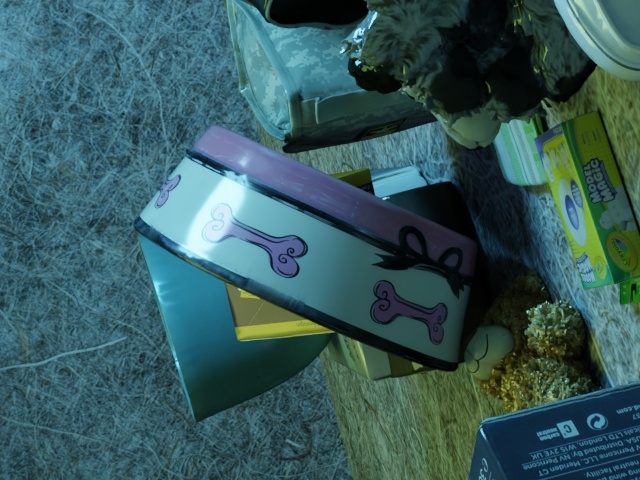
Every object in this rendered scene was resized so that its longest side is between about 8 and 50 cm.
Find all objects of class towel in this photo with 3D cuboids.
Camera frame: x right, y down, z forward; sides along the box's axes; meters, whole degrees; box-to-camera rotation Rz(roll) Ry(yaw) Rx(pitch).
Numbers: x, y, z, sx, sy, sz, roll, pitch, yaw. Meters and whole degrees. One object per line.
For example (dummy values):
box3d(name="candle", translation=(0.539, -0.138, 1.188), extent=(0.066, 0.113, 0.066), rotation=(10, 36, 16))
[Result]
box3d(name="towel", translation=(0.210, -0.112, 1.731), extent=(0.152, 0.023, 0.113), rotation=(-170, 60, -78))

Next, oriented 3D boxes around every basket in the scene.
box3d(name="basket", translation=(0.137, 0.048, 2.126), extent=(0.204, 0.154, 0.227), rotation=(58, -163, -86))

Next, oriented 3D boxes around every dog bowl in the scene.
box3d(name="dog bowl", translation=(0.000, 0.000, 1.898), extent=(0.150, 0.408, 0.408), rotation=(-66, 13, 3))

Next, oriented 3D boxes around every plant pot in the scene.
box3d(name="plant pot", translation=(-0.120, 0.098, 2.480), extent=(0.293, 0.235, 0.293), rotation=(162, 90, -83))

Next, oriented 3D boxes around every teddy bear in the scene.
box3d(name="teddy bear", translation=(0.248, 0.183, 1.793), extent=(0.245, 0.113, 0.338), rotation=(89, 161, -58))

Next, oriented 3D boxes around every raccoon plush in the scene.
box3d(name="raccoon plush", translation=(0.150, -0.290, 1.435), extent=(0.299, 0.216, 0.446), rotation=(-90, 13, -74))

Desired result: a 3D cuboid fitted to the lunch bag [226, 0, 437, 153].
box3d(name="lunch bag", translation=(0.041, -0.201, 1.886), extent=(0.287, 0.235, 0.169), rotation=(-122, 21, -60))

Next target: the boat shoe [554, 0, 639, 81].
box3d(name="boat shoe", translation=(0.204, -0.243, 1.202), extent=(0.084, 0.095, 0.258), rotation=(114, 136, -84))

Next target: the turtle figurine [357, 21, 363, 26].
box3d(name="turtle figurine", translation=(0.058, -0.301, 1.736), extent=(0.175, 0.118, 0.234), rotation=(35, 119, 20))

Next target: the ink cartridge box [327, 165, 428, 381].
box3d(name="ink cartridge box", translation=(0.075, 0.043, 2.458), extent=(0.384, 0.160, 0.279), rotation=(-176, 68, -82))

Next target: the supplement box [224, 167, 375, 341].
box3d(name="supplement box", translation=(-0.022, 0.021, 2.208), extent=(0.191, 0.129, 0.194), rotation=(-8, 97, 39))

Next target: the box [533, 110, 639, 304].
box3d(name="box", translation=(0.255, -0.023, 1.535), extent=(0.105, 0.043, 0.179), rotation=(140, 110, -82))

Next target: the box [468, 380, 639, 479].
box3d(name="box", translation=(0.288, 0.371, 1.446), extent=(0.293, 0.212, 0.395), rotation=(94, 158, -46))

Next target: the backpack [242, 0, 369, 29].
box3d(name="backpack", translation=(0.000, -0.315, 1.560), extent=(0.191, 0.225, 0.253), rotation=(38, -161, 24))
